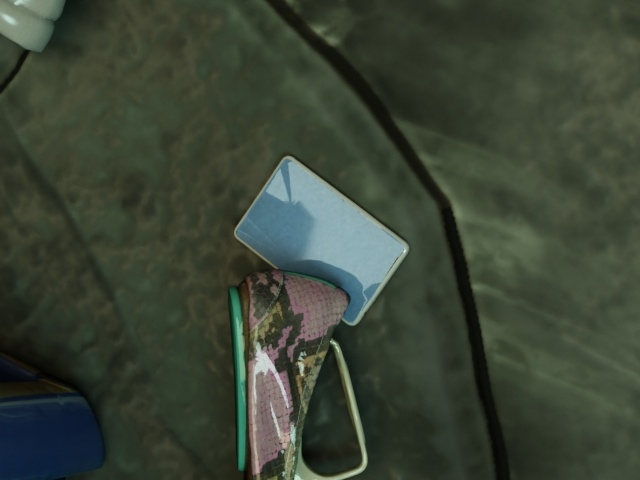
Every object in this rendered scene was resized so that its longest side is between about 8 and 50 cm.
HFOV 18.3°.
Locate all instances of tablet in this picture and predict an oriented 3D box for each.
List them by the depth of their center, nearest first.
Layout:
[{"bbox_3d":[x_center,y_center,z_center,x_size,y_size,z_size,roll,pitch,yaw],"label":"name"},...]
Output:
[{"bbox_3d":[0.000,0.000,1.039,0.083,0.006,0.054,37,103,12],"label":"tablet"}]

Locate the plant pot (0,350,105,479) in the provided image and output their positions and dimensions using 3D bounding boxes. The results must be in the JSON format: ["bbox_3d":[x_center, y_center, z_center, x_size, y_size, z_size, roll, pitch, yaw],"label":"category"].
[{"bbox_3d":[-0.254,0.141,1.013,0.236,0.236,0.212,23,93,14],"label":"plant pot"}]

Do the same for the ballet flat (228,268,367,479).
[{"bbox_3d":[-0.015,0.126,1.022,0.079,0.077,0.221,4,96,-5],"label":"ballet flat"}]

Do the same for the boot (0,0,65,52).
[{"bbox_3d":[-0.237,-0.194,1.048,0.258,0.095,0.123,26,93,12],"label":"boot"}]
